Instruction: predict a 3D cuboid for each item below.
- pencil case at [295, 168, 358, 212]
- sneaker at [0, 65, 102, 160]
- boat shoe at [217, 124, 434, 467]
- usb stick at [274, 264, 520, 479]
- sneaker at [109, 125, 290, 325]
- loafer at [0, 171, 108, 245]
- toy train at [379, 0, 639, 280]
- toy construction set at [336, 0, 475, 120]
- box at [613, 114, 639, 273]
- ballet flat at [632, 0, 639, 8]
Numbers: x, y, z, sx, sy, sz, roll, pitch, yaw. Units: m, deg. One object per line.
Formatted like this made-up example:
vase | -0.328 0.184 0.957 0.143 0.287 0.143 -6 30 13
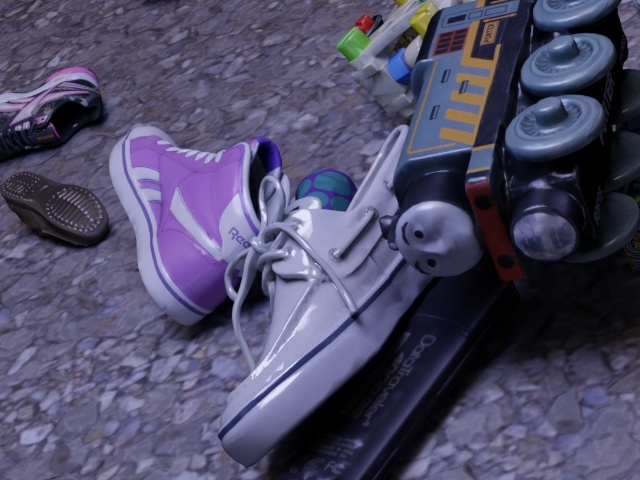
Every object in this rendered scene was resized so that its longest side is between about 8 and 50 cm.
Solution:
pencil case | 0.000 0.000 1.662 0.070 0.064 0.152 -50 16 30
sneaker | -0.331 -0.135 2.143 0.178 0.072 0.077 -32 40 0
boat shoe | -0.002 0.018 1.497 0.367 0.156 0.136 -48 2 -37
usb stick | 0.063 0.115 1.447 0.077 0.045 0.278 10 44 36
sneaker | -0.102 -0.053 1.752 0.161 0.102 0.282 -45 37 15
loafer | -0.272 -0.029 1.943 0.148 0.050 0.056 27 60 37
toy train | 0.157 -0.091 1.482 0.190 0.142 0.334 -11 35 23
toy construction set | 0.140 -0.236 1.850 0.327 0.151 0.215 -40 7 -39
box | 0.275 -0.048 1.529 0.054 0.059 0.169 -16 30 21
ballet flat | 0.328 -0.269 1.872 0.041 0.041 0.114 -15 31 19
